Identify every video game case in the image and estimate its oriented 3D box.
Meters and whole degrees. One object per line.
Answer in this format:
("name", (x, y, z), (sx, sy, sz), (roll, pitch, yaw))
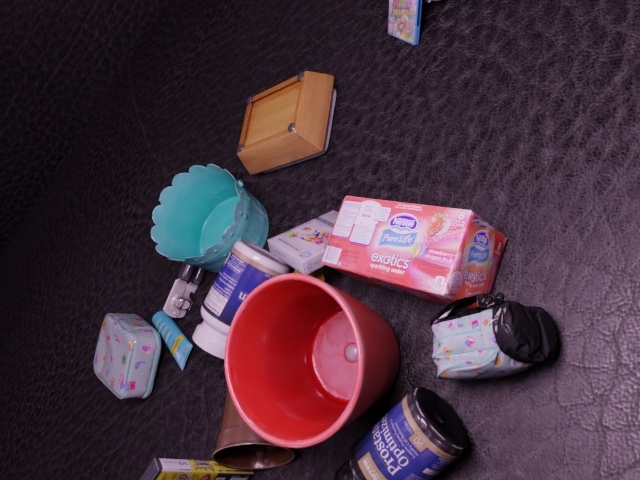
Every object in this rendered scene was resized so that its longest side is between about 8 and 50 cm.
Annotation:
("video game case", (0.201, -0.565, 1.262), (0.119, 0.015, 0.166), (49, 150, 46))
("video game case", (-0.307, 0.571, 1.110), (0.274, 0.248, 0.035), (-55, 44, 10))

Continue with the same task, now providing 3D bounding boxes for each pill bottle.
("pill bottle", (0.127, 0.356, 0.874), (0.219, 0.123, 0.122), (-49, 44, 18))
("pill bottle", (-0.196, 0.146, 1.284), (0.153, 0.153, 0.264), (31, 94, 48))

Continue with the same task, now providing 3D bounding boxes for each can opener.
("can opener", (-0.391, 0.097, 1.565), (0.093, 0.074, 0.280), (20, 85, 49))

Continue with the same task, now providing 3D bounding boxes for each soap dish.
("soap dish", (-0.099, -0.321, 1.447), (0.291, 0.118, 0.228), (-10, 64, 44))

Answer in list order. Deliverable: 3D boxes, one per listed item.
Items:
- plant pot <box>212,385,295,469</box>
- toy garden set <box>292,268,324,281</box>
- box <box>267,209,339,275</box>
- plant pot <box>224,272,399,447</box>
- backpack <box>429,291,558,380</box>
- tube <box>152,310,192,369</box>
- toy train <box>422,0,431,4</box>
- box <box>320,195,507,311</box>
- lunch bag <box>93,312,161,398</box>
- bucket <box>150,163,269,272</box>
("plant pot", (-0.136, 0.374, 1.116), (0.167, 0.167, 0.165), (-31, 43, 31))
("toy garden set", (-0.068, 0.169, 1.164), (0.244, 0.049, 0.203), (-24, 73, 22))
("box", (0.000, 0.000, 1.157), (0.186, 0.038, 0.145), (-26, 33, -26))
("plant pot", (0.009, 0.207, 0.947), (0.275, 0.243, 0.274), (-6, 78, 30))
("backpack", (0.256, 0.159, 0.834), (0.182, 0.152, 0.115), (-27, 47, 47))
("tube", (-0.426, 0.281, 1.533), (0.207, 0.052, 0.080), (37, 113, 43))
("toy train", (0.239, -0.705, 1.296), (0.190, 0.142, 0.334), (-58, 43, 26))
("box", (0.166, 0.020, 0.990), (0.300, 0.142, 0.154), (11, 79, 47))
("lunch bag", (-0.588, 0.349, 1.601), (0.279, 0.108, 0.224), (14, 95, 50))
("bucket", (-0.285, -0.048, 1.406), (0.281, 0.183, 0.281), (-10, 66, 24))
